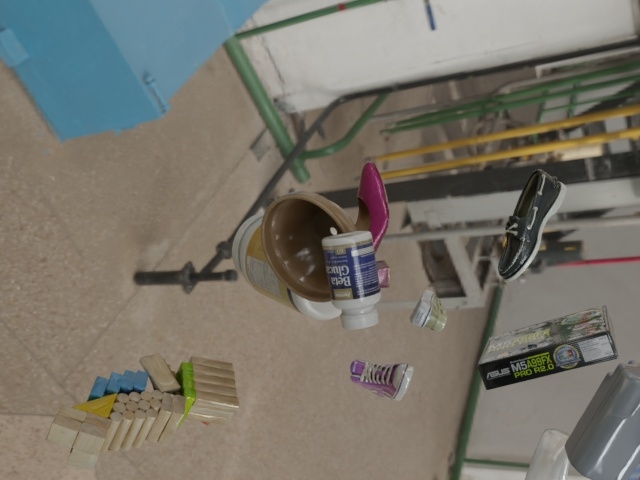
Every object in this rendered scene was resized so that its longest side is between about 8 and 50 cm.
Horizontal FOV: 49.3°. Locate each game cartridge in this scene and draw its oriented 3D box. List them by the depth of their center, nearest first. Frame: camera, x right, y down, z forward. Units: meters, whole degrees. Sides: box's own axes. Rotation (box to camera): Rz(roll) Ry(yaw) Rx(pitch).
[{"bbox_3d":[0.491,0.261,0.924,0.062,0.297,0.198,-97,-162,-61],"label":"game cartridge"}]

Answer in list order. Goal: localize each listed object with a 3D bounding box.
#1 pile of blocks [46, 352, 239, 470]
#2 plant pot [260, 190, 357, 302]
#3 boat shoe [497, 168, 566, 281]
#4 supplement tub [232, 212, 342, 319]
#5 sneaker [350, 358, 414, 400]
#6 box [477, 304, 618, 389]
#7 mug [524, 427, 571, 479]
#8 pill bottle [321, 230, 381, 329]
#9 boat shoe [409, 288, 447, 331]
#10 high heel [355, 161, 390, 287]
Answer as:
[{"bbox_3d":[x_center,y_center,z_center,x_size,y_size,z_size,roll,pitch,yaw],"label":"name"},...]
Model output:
[{"bbox_3d":[-0.309,0.294,1.212,0.362,0.113,0.149,-2,42,-44],"label":"pile of blocks"},{"bbox_3d":[0.000,0.000,1.440,0.109,0.237,0.237,-32,113,-45],"label":"plant pot"},{"bbox_3d":[0.519,-0.040,1.786,0.091,0.114,0.303,33,74,-14],"label":"boat shoe"},{"bbox_3d":[-0.060,0.052,1.761,0.228,0.316,0.228,-13,111,-37],"label":"supplement tub"},{"bbox_3d":[0.168,0.402,2.061,0.282,0.161,0.102,122,-8,-66],"label":"sneaker"},{"bbox_3d":[0.482,0.225,1.482,0.060,0.270,0.216,69,23,-2],"label":"box"},{"bbox_3d":[0.319,0.469,1.064,0.374,0.276,0.328,-63,149,-27],"label":"mug"},{"bbox_3d":[0.060,0.072,1.280,0.094,0.094,0.170,-18,100,-59],"label":"pill bottle"},{"bbox_3d":[0.329,0.224,2.107,0.109,0.094,0.302,-63,173,10],"label":"boat shoe"},{"bbox_3d":[0.094,-0.024,1.932,0.127,0.181,0.378,-137,-139,-73],"label":"high heel"}]
